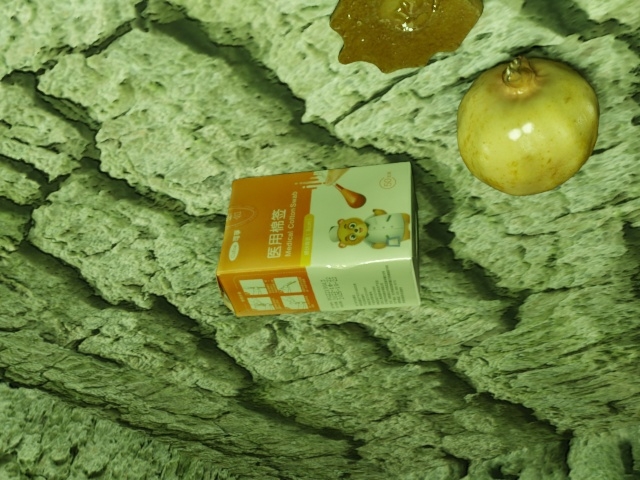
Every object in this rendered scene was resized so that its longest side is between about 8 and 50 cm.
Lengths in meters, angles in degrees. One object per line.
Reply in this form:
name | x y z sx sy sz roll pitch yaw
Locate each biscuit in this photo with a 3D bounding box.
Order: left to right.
biscuit | 0.104 -0.309 1.052 0.215 0.034 0.182 -25 134 38

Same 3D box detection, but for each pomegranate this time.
pomegranate | 0.298 -0.167 1.101 0.207 0.207 0.207 3 144 2

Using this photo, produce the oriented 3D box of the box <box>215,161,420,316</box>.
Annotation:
box | 0.000 0.000 1.333 0.341 0.225 0.143 -5 141 12
